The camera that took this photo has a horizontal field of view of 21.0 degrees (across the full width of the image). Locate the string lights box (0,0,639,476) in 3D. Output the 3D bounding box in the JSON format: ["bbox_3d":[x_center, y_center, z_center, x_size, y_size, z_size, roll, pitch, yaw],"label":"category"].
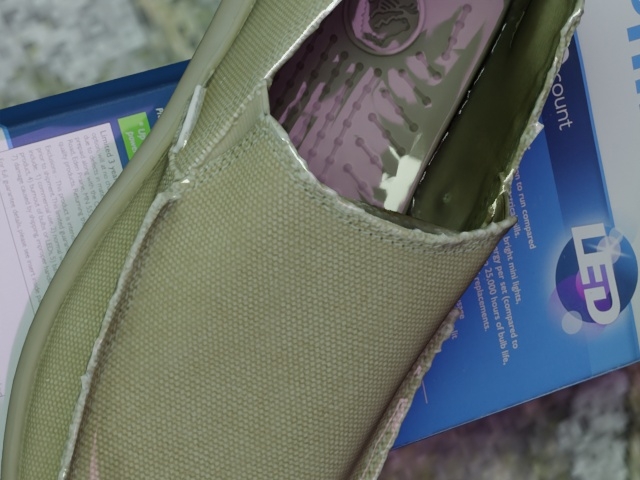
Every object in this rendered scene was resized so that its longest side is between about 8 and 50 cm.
[{"bbox_3d":[0.000,0.000,0.560,0.260,0.077,0.133,-17,101,-20],"label":"string lights box"}]

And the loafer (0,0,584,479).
[{"bbox_3d":[-0.007,0.002,0.465,0.102,0.092,0.268,21,87,-22],"label":"loafer"}]
